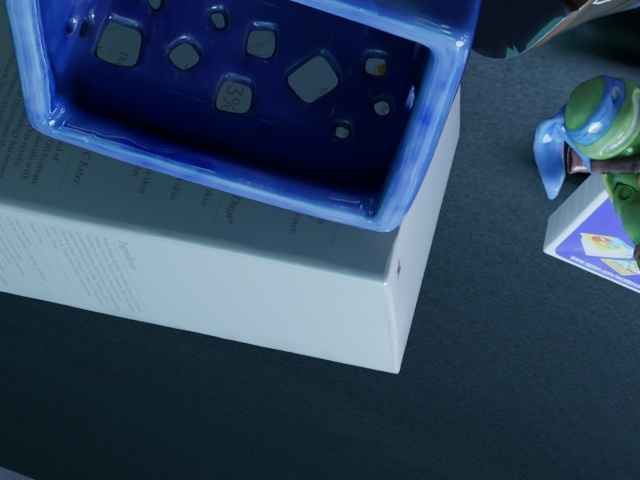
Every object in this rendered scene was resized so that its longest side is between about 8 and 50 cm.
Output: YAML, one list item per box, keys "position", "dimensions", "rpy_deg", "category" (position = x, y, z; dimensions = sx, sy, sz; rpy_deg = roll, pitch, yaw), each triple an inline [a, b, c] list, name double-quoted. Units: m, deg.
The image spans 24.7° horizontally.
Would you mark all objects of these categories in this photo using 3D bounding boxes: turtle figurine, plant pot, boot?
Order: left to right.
- position: [-0.028, -0.167, 0.803]
  dimensions: [0.236, 0.212, 0.236]
  rpy_deg: [16, 156, -1]
  category: "plant pot"
- position: [0.183, -0.181, 0.838]
  dimensions: [0.219, 0.082, 0.106]
  rpy_deg: [-28, 179, 29]
  category: "boot"
- position: [0.293, -0.021, 0.901]
  dimensions: [0.266, 0.198, 0.275]
  rpy_deg: [30, 142, -31]
  category: "turtle figurine"

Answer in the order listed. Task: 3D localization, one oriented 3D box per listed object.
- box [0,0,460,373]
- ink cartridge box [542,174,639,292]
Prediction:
- position: [-0.088, -0.061, 1.060]
  dimensions: [0.345, 0.215, 0.168]
  rpy_deg: [12, 155, 11]
  category: "box"
- position: [0.308, -0.021, 1.088]
  dimensions: [0.206, 0.045, 0.208]
  rpy_deg: [23, 141, -16]
  category: "ink cartridge box"
